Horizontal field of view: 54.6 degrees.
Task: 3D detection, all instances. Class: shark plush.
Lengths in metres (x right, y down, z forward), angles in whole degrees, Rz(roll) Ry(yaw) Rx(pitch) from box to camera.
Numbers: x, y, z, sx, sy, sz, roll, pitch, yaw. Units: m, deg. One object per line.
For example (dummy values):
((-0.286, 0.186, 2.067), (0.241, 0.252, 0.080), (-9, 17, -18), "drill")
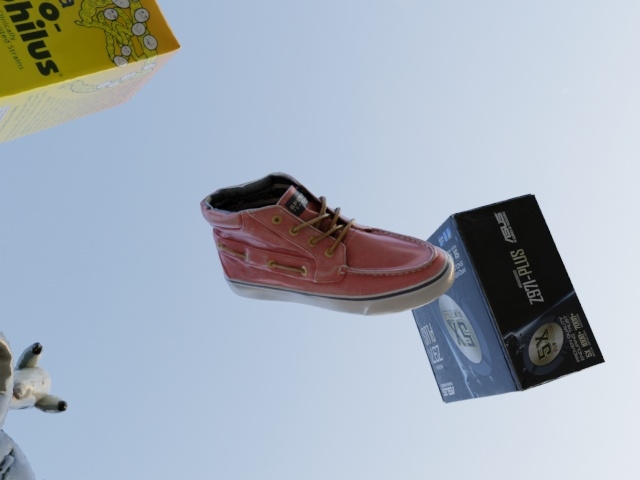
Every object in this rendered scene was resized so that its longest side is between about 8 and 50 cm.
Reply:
((-0.321, 0.149, 0.632), (0.067, 0.161, 0.073), (-23, -82, -39), "shark plush")

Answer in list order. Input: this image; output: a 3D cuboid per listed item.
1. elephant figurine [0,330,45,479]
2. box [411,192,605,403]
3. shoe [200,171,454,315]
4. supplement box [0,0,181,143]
((-0.289, 0.124, 0.425), (0.169, 0.186, 0.239), (-19, -89, -37), "elephant figurine")
((0.148, 0.062, 0.563), (0.078, 0.180, 0.147), (-15, -104, -12), "box")
((0.000, 0.000, 0.431), (0.063, 0.178, 0.081), (-61, -37, -45), "shoe")
((-0.399, -0.250, 0.785), (0.357, 0.195, 0.194), (-33, -80, -41), "supplement box")
